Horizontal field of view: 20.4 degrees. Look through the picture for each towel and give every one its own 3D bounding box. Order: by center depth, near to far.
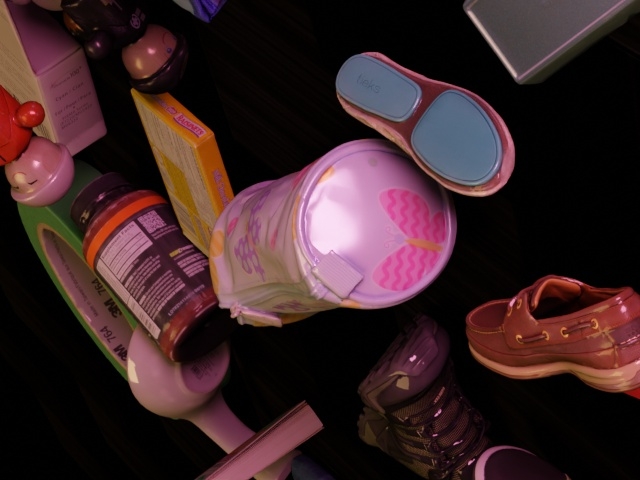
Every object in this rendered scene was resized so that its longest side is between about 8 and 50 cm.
[{"bbox_3d":[0.011,0.281,1.935,0.119,0.029,0.067,33,152,51],"label":"towel"}]

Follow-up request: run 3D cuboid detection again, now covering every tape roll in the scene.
[{"bbox_3d":[-0.230,0.058,2.070,0.321,0.077,0.321,48,161,22],"label":"tape roll"}]

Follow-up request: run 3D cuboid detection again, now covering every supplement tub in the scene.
[{"bbox_3d":[-0.168,0.022,1.790,0.198,0.106,0.106,48,162,22],"label":"supplement tub"}]

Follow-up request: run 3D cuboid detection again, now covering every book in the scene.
[{"bbox_3d":[-0.073,0.225,1.856,0.035,0.144,0.096,55,162,-2],"label":"book"}]

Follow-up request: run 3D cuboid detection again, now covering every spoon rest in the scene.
[{"bbox_3d":[-0.121,0.162,1.912,0.084,0.137,0.276,13,146,44],"label":"spoon rest"}]

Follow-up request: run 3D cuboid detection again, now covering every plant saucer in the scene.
[{"bbox_3d":[0.121,-0.127,0.903,0.067,0.018,0.192,55,164,0],"label":"plant saucer"}]

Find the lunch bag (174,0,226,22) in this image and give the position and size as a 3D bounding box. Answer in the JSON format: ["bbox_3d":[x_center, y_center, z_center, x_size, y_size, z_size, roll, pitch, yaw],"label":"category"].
[{"bbox_3d":[-0.148,-0.277,1.121,0.221,0.138,0.293,37,163,20],"label":"lunch bag"}]

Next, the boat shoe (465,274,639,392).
[{"bbox_3d":[0.147,0.048,1.095,0.178,0.064,0.060,4,123,60],"label":"boat shoe"}]

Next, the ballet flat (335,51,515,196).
[{"bbox_3d":[0.074,-0.071,1.099,0.052,0.057,0.168,32,-173,-45],"label":"ballet flat"}]

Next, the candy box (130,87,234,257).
[{"bbox_3d":[-0.113,-0.050,1.643,0.105,0.027,0.206,39,157,35],"label":"candy box"}]

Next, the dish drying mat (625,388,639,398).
[{"bbox_3d":[0.182,0.081,1.148,0.083,0.008,0.032,20,143,60],"label":"dish drying mat"}]

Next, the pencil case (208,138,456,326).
[{"bbox_3d":[0.000,0.000,1.280,0.113,0.124,0.273,56,162,-5],"label":"pencil case"}]

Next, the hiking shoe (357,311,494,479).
[{"bbox_3d":[0.094,0.132,1.384,0.114,0.086,0.227,36,164,12],"label":"hiking shoe"}]

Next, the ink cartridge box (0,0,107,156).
[{"bbox_3d":[-0.345,-0.255,1.798,0.296,0.066,0.261,44,160,30],"label":"ink cartridge box"}]

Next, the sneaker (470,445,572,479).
[{"bbox_3d":[0.208,0.218,1.265,0.235,0.084,0.097,46,137,23],"label":"sneaker"}]

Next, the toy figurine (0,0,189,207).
[{"bbox_3d":[-0.235,-0.151,1.479,0.148,0.213,0.209,46,173,-34],"label":"toy figurine"}]
